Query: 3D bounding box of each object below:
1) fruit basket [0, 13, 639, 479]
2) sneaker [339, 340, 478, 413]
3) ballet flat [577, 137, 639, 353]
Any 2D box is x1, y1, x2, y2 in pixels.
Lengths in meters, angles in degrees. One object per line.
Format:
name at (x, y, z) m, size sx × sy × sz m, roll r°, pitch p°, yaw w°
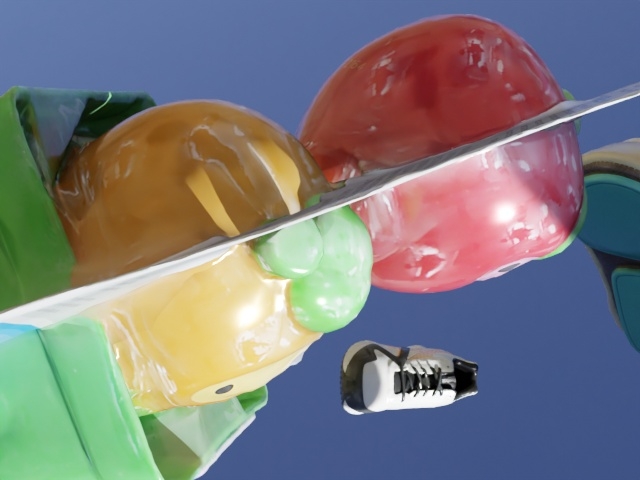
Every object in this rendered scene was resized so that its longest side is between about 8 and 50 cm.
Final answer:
fruit basket at (0.000, 0.000, 0.690) m, size 0.353 × 0.165 × 0.327 m, roll -15°, pitch -178°, yaw 7°
sneaker at (0.050, 0.075, 0.968) m, size 0.044 × 0.040 × 0.109 m, roll 3°, pitch -175°, yaw 35°
ballet flat at (0.192, -0.011, 1.011) m, size 0.086 × 0.248 × 0.086 m, roll -6°, pitch -118°, yaw 12°
